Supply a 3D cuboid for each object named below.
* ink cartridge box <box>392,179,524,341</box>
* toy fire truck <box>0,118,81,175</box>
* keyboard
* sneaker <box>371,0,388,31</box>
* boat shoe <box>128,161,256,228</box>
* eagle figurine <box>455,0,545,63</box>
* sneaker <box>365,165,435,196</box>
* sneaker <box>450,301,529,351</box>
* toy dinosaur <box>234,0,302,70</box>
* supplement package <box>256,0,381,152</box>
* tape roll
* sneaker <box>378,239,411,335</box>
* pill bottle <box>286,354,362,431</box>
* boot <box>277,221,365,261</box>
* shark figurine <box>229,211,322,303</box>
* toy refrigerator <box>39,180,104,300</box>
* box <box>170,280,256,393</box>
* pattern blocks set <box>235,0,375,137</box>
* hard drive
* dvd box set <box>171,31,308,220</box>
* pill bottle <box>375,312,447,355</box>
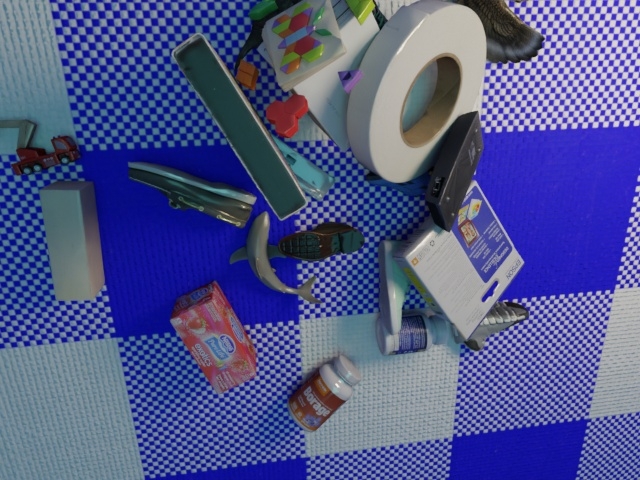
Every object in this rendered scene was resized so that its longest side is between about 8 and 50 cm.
[{"bbox_3d":[0.380,0.052,1.220,0.303,0.072,0.307,-45,113,-19],"label":"ink cartridge box"},{"bbox_3d":[-0.661,-0.220,1.028,0.191,0.047,0.136,-17,109,-4],"label":"toy fire truck"},{"bbox_3d":[-0.082,-0.195,1.148,0.255,0.014,0.072,33,96,-18],"label":"keyboard"},{"bbox_3d":[0.119,-0.484,1.031,0.223,0.098,0.083,38,100,-18],"label":"sneaker"},{"bbox_3d":[-0.310,-0.110,1.089,0.304,0.109,0.091,16,101,-18],"label":"boat shoe"},{"bbox_3d":[0.403,-0.562,1.027,0.298,0.226,0.226,7,155,-41],"label":"eagle figurine"},{"bbox_3d":[0.221,-0.145,1.181,0.209,0.069,0.082,-4,113,-8],"label":"sneaker"},{"bbox_3d":[0.505,0.265,1.368,0.228,0.086,0.132,-9,115,5],"label":"sneaker"},{"bbox_3d":[-0.076,-0.491,0.993,0.313,0.160,0.120,-47,146,21],"label":"toy dinosaur"},{"bbox_3d":[0.035,-0.360,0.972,0.204,0.145,0.262,-42,147,7],"label":"supplement package"},{"bbox_3d":[0.219,-0.315,1.002,0.391,0.072,0.393,-30,141,-29],"label":"tape roll"},{"bbox_3d":[0.240,0.126,1.233,0.150,0.094,0.256,0,86,-11],"label":"sneaker"},{"bbox_3d":[0.014,0.440,1.323,0.121,0.121,0.216,41,98,-19],"label":"pill bottle"},{"bbox_3d":[0.000,0.000,1.184,0.218,0.106,0.082,-4,105,-2],"label":"boot"},{"bbox_3d":[-0.128,0.085,1.185,0.166,0.116,0.278,-34,109,5],"label":"shark figurine"},{"bbox_3d":[-0.591,0.000,1.087,0.094,0.102,0.270,-1,110,-9],"label":"toy refrigerator"},{"bbox_3d":[-0.276,0.256,1.210,0.122,0.128,0.257,-25,110,0],"label":"box"},{"bbox_3d":[-0.035,-0.368,0.837,0.285,0.325,0.026,-35,150,11],"label":"pattern blocks set"},{"bbox_3d":[0.325,-0.165,1.100,0.255,0.054,0.172,-65,149,-13],"label":"hard drive"},{"bbox_3d":[-0.143,-0.221,0.900,0.062,0.420,0.308,-32,107,2],"label":"dvd box set"},{"bbox_3d":[0.261,0.265,1.305,0.186,0.112,0.112,-5,110,-7],"label":"pill bottle"}]
